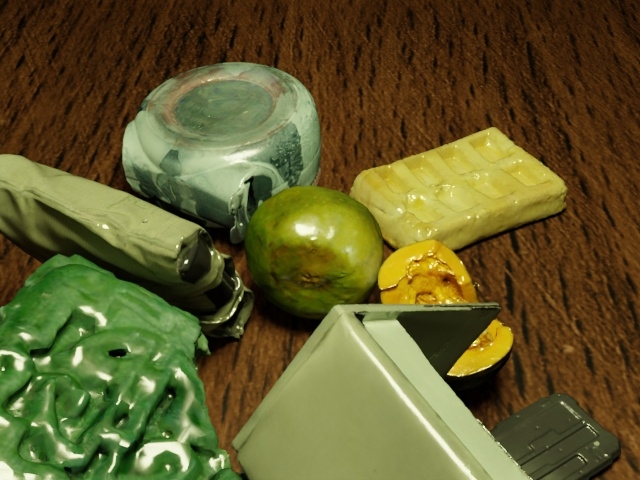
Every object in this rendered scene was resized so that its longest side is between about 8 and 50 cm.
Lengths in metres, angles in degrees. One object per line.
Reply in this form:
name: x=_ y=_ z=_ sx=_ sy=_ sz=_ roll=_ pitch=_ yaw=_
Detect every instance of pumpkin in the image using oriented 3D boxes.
pumpkin: x=0.139 y=0.100 z=1.056 sx=0.119 sy=0.107 sz=0.183 roll=-17 pitch=50 yaw=-11

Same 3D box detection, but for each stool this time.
stool: x=0.113 y=0.193 z=0.779 sx=0.270 sy=0.170 sz=0.243 roll=2 pitch=40 yaw=-51

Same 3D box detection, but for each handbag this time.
handbag: x=-0.212 y=0.019 z=1.017 sx=0.253 sy=0.316 sz=0.109 roll=19 pitch=74 yaw=15

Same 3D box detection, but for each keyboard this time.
keyboard: x=0.189 y=0.240 z=0.957 sx=0.262 sy=0.016 sz=0.106 roll=-23 pitch=45 yaw=-26

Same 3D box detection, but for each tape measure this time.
tape measure: x=-0.132 y=-0.127 z=1.293 sx=0.256 sy=0.147 sz=0.275 roll=22 pitch=47 yaw=25

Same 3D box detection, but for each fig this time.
fig: x=-0.008 y=0.013 z=1.133 sx=0.167 sy=0.167 sz=0.233 roll=0 pitch=0 yaw=-2

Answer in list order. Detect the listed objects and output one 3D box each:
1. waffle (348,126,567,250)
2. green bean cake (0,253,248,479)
waffle: x=0.193 y=-0.067 z=1.297 sx=0.274 sy=0.057 sz=0.168 roll=-19 pitch=44 yaw=-24
green bean cake: x=-0.183 y=0.187 z=0.822 sx=0.300 sy=0.169 sz=0.308 roll=31 pitch=37 yaw=-5
